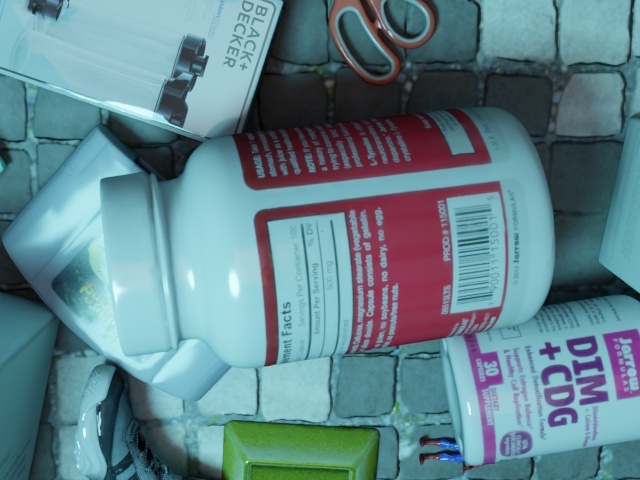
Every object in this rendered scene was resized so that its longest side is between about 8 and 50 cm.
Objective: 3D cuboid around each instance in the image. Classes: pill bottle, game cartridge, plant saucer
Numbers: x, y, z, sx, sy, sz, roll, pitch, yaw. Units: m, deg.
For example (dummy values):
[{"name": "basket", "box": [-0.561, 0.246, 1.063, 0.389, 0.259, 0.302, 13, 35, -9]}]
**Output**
[{"name": "pill bottle", "box": [0.000, 0.000, 0.901, 0.407, 0.229, 0.229, -7, 102, -10]}, {"name": "game cartridge", "box": [-0.200, 0.039, 1.030, 0.294, 0.060, 0.196, 42, 103, -9]}, {"name": "plant saucer", "box": [-0.028, 0.317, 1.095, 0.188, 0.045, 0.188, 3, 102, -1]}, {"name": "pill bottle", "box": [0.283, 0.147, 1.004, 0.282, 0.160, 0.161, -10, 102, 1]}]

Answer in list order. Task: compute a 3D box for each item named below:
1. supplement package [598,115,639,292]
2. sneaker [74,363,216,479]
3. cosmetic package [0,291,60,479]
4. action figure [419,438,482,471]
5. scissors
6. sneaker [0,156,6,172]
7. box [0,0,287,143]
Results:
[{"name": "supplement package", "box": [0.419, -0.014, 0.903, 0.175, 0.293, 0.178, 8, 103, -2]}, {"name": "sneaker", "box": [-0.195, 0.266, 1.057, 0.153, 0.101, 0.269, 0, 108, -2]}, {"name": "cosmetic package", "box": [-0.496, 0.251, 0.931, 0.329, 0.327, 0.394, 13, 101, -3]}, {"name": "action figure", "box": [0.177, 0.254, 1.094, 0.115, 0.030, 0.038, -1, 97, -3]}, {"name": "scissors", "box": [0.011, -0.305, 0.972, 0.109, 0.021, 0.297, -36, 102, 8]}, {"name": "sneaker", "box": [-0.388, -0.104, 0.992, 0.094, 0.080, 0.212, 11, 109, -15]}, {"name": "box", "box": [-0.196, -0.219, 0.954, 0.289, 0.087, 0.169, 20, 101, -5]}]
